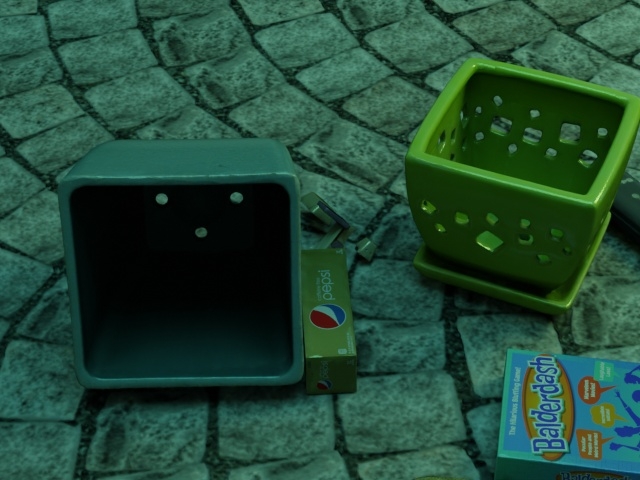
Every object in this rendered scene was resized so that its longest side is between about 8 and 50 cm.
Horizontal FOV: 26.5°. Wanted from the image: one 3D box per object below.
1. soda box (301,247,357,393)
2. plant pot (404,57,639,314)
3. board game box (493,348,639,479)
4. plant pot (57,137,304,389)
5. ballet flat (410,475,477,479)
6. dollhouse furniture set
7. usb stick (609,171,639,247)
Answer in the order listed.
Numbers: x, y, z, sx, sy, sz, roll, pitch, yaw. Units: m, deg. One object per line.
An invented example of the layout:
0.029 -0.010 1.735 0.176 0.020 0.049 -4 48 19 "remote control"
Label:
0.007 0.089 1.551 0.058 0.061 0.181 -3 41 -2 "soda box"
0.236 -0.055 1.604 0.228 0.207 0.227 16 43 18 "plant pot"
0.295 0.195 1.437 0.210 0.047 0.160 5 42 7 "board game box"
-0.146 -0.002 1.534 0.247 0.247 0.252 -1 23 -1 "plant pot"
0.224 0.289 1.296 0.349 0.123 0.123 8 42 7 "ballet flat"
0.000 0.000 1.694 0.081 0.091 0.114 -51 24 4 "dollhouse furniture set"
0.425 -0.008 1.671 0.077 0.045 0.278 -23 46 -23 "usb stick"
